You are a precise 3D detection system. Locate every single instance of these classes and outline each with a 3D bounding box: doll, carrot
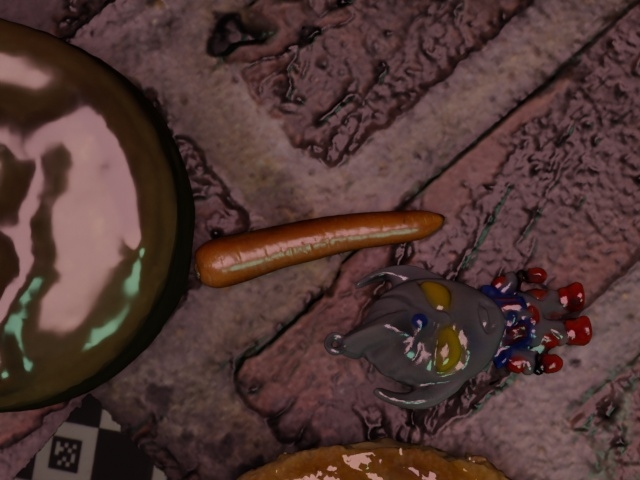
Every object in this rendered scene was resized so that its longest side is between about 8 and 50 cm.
[{"bbox_3d":[0.099,0.066,1.309,0.194,0.062,0.104,-6,89,-6],"label":"doll"},{"bbox_3d":[0.000,0.000,1.324,0.190,0.037,0.037,-13,88,-1],"label":"carrot"}]

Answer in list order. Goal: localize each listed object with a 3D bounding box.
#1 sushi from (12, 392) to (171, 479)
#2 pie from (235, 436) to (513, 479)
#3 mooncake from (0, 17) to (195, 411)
[{"bbox_3d":[-0.175,0.264,1.264,0.219,0.047,0.231,44,100,18],"label":"sushi"},{"bbox_3d":[0.031,0.297,1.297,0.339,0.083,0.339,0,91,0],"label":"pie"},{"bbox_3d":[-0.234,-0.015,1.269,0.284,0.155,0.284,0,90,1],"label":"mooncake"}]
